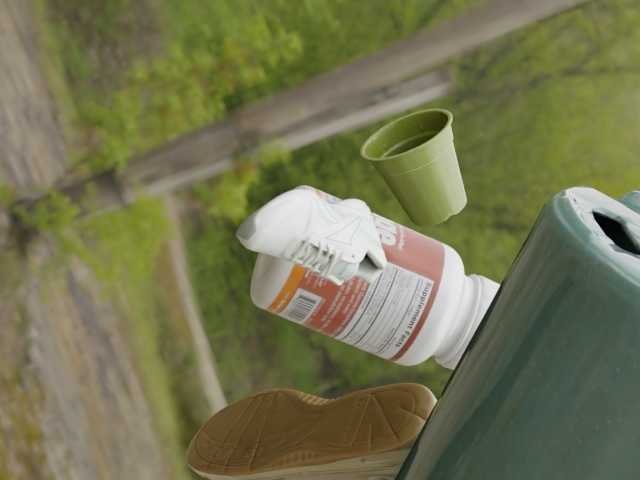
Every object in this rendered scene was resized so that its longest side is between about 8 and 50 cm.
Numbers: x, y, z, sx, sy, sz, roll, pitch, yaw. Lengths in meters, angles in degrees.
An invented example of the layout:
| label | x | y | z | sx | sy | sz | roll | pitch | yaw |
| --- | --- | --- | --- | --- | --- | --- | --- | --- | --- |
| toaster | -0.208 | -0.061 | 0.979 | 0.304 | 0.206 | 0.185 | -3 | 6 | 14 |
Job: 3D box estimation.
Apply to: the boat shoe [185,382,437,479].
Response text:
| label | x | y | z | sx | sy | sz | roll | pitch | yaw |
| --- | --- | --- | --- | --- | --- | --- | --- | --- | --- |
| boat shoe | 0.001 | 0.116 | 0.840 | 0.059 | 0.170 | 0.063 | 53 | 49 | -28 |

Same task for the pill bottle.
| label | x | y | z | sx | sy | sz | roll | pitch | yaw |
| --- | --- | --- | --- | --- | --- | --- | --- | --- | --- |
| pill bottle | 0.054 | 0.042 | 1.469 | 0.216 | 0.121 | 0.121 | 23 | 13 | -12 |

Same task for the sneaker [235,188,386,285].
| label | x | y | z | sx | sy | sz | roll | pitch | yaw |
| --- | --- | --- | --- | --- | --- | --- | --- | --- | --- |
| sneaker | 0.000 | 0.000 | 1.186 | 0.152 | 0.053 | 0.061 | 3 | 51 | -51 |

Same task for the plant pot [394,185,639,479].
| label | x | y | z | sx | sy | sz | roll | pitch | yaw |
| --- | --- | --- | --- | --- | --- | --- | --- | --- | --- |
| plant pot | 0.150 | 0.176 | 0.673 | 0.341 | 0.341 | 0.334 | -111 | -139 | -70 |

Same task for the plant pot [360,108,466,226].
| label | x | y | z | sx | sy | sz | roll | pitch | yaw |
| --- | --- | --- | --- | --- | --- | --- | --- | --- | --- |
| plant pot | 0.087 | -0.058 | 1.356 | 0.083 | 0.083 | 0.079 | -111 | 175 | -67 |
